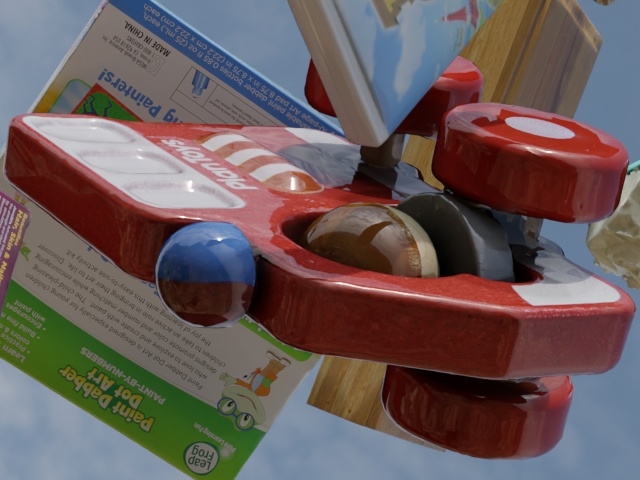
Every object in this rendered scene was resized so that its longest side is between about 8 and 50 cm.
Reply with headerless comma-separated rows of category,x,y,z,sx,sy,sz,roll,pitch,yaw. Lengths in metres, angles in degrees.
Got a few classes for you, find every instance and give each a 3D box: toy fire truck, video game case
toy fire truck,0.000,0.000,0.934,0.302,0.254,0.169,35,-60,50
video game case,0.037,-0.183,0.809,0.023,0.193,0.212,11,-41,39

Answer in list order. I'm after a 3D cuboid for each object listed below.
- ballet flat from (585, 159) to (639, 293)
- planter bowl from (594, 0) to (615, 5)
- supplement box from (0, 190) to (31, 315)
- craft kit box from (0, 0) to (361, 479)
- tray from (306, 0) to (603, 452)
ballet flat,0.403,0.007,1.302,0.147,0.409,0.147,-179,-90,-76
planter bowl,0.179,-0.213,1.086,0.162,0.109,0.162,47,1,-1
supplement box,-0.161,-0.005,0.707,0.043,0.055,0.083,-9,-34,35
craft kit box,-0.096,0.000,1.163,0.250,0.246,0.061,35,3,-13
tray,0.127,-0.025,1.575,0.076,0.203,0.411,19,-94,23
